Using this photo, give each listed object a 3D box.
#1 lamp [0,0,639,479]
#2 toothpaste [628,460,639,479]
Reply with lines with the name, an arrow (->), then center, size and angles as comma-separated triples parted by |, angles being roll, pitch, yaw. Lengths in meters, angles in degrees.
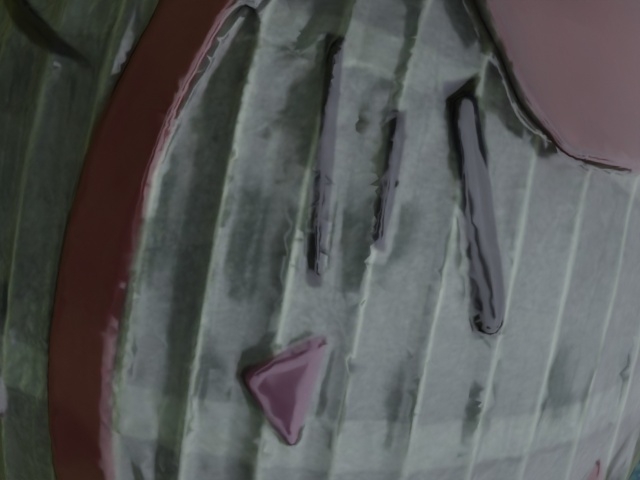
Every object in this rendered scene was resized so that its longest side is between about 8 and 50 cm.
lamp -> 0.000, 0.000, 0.476 | 0.233, 0.233, 0.265 | -28, 132, -40
toothpaste -> 0.102, 0.163, 0.636 | 0.069, 0.047, 0.268 | 107, -8, -74
